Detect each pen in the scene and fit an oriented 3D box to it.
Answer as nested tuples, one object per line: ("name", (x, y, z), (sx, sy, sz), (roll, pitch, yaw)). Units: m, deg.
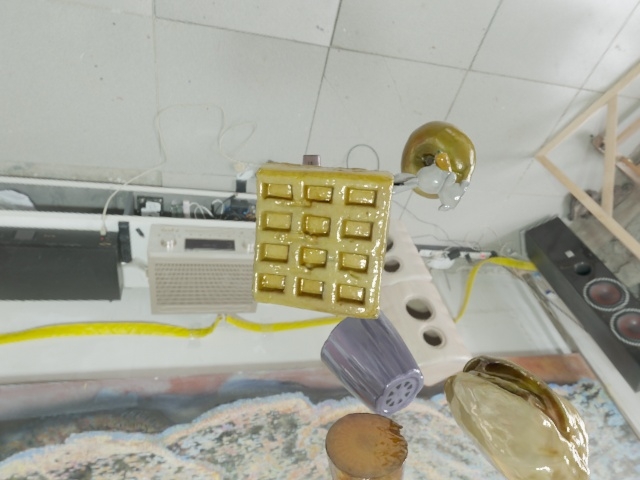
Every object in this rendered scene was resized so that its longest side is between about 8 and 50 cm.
("pen", (-0.021, -0.100, 0.944), (0.053, 0.032, 0.197), (0, 98, 7))

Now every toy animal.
("toy animal", (0.281, -0.151, 1.043), (0.127, 0.182, 0.131), (-54, 167, -16))

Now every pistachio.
("pistachio", (0.437, 0.407, 0.904), (0.229, 0.321, 0.238), (-18, 139, -40))

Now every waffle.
("waffle", (0.000, 0.000, 0.672), (0.221, 0.055, 0.247), (6, 100, 10))

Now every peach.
("peach", (0.376, -0.255, 1.298), (0.153, 0.251, 0.251), (-22, 151, -49))

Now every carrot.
("carrot", (0.110, 0.578, 0.969), (0.196, 0.196, 0.254), (-5, 108, -11))

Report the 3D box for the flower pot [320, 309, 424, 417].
("flower pot", (0.170, 0.376, 1.223), (0.265, 0.243, 0.265), (-15, 124, -24))
